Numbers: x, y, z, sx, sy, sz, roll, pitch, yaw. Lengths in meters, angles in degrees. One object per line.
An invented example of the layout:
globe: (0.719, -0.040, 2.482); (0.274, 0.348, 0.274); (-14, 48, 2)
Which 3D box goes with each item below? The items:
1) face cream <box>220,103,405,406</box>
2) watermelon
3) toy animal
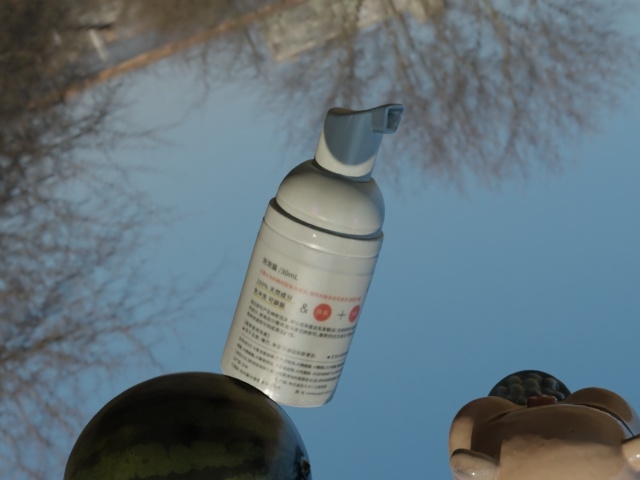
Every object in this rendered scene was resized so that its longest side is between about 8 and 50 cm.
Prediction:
face cream: (0.000, 0.000, 1.559); (0.145, 0.369, 0.145); (17, -166, -4)
watermelon: (-0.108, 0.213, 1.121); (0.212, 0.212, 0.212); (-22, -166, 6)
toy animal: (0.231, 0.263, 1.367); (0.210, 0.221, 0.229); (-7, -169, -3)
